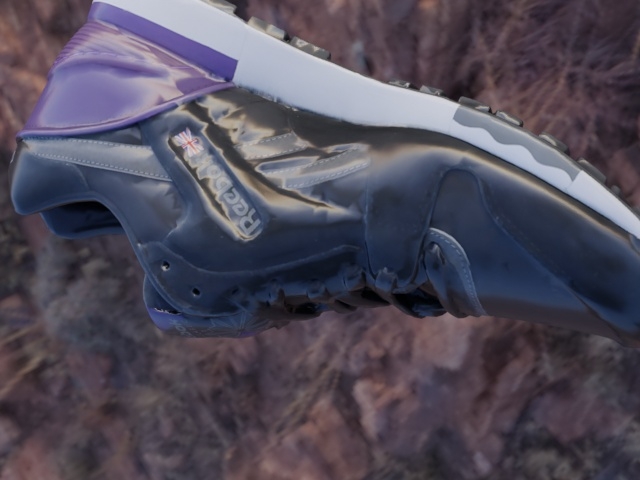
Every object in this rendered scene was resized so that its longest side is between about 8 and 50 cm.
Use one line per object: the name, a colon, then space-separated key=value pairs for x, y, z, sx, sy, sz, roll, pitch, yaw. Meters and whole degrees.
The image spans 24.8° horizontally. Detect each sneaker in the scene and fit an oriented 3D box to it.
sneaker: x=0.000 y=0.000 z=0.573 sx=0.283 sy=0.124 sz=0.107 roll=25 pitch=169 yaw=28
